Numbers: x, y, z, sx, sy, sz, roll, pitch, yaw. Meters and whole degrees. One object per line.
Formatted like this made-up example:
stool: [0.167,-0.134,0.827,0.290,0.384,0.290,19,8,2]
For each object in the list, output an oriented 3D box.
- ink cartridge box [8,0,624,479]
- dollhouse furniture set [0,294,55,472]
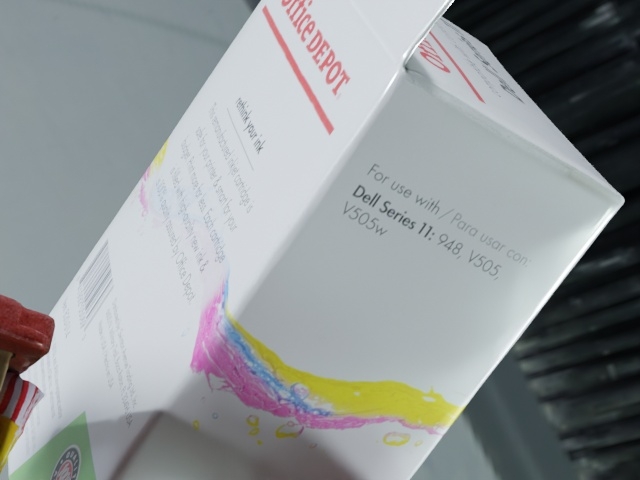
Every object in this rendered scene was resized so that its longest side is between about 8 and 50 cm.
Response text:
ink cartridge box: [0.000,0.000,0.731,0.119,0.353,0.207,29,16,-23]
dollhouse furniture set: [-0.081,0.160,0.635,0.374,0.152,0.201,23,68,-20]
